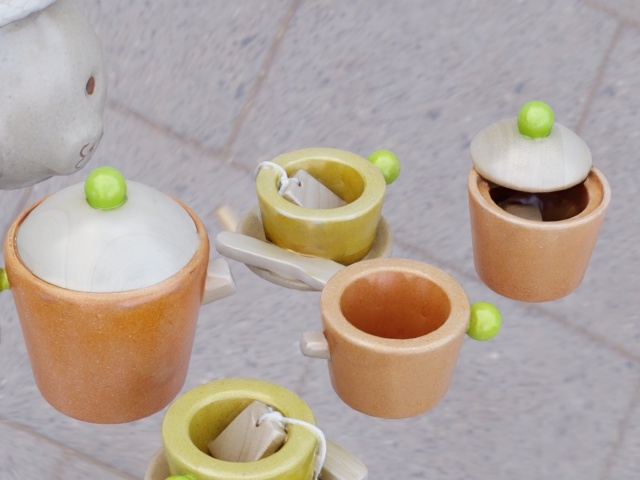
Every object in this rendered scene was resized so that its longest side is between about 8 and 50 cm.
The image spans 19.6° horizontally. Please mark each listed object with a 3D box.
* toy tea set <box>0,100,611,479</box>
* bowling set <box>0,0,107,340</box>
[{"bbox_3d":[0.000,0.000,0.904,0.200,0.124,0.336,28,43,31],"label":"toy tea set"},{"bbox_3d":[-0.102,0.015,0.382,0.200,0.287,0.154,30,48,-8],"label":"bowling set"}]
